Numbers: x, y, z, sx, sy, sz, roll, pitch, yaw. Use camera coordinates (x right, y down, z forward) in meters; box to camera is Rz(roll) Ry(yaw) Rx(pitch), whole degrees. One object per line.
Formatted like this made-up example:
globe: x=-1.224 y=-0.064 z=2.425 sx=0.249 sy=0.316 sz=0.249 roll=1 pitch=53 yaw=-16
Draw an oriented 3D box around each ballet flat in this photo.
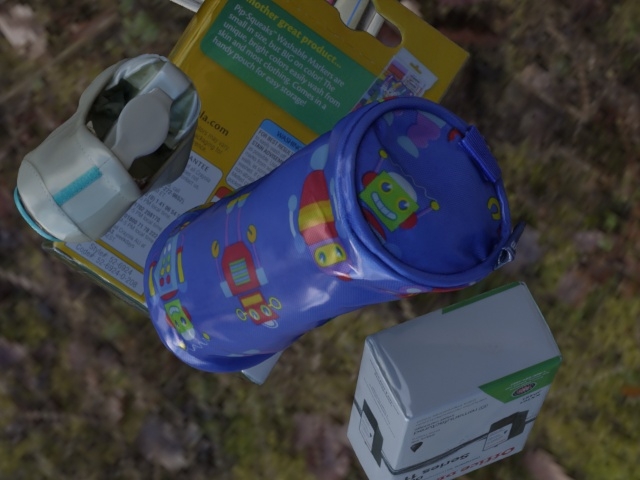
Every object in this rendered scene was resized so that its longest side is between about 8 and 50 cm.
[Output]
ballet flat: x=-0.114 y=-0.071 z=1.126 sx=0.086 sy=0.248 sz=0.086 roll=4 pitch=114 yaw=8

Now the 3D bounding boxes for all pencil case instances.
pencil case: x=0.000 y=0.000 z=1.133 sx=0.306 sy=0.133 sz=0.119 roll=-25 pitch=93 yaw=58

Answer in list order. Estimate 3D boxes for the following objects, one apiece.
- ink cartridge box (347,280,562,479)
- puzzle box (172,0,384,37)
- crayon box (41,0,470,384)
ink cartridge box: x=0.114 y=0.138 z=1.586 sx=0.208 sy=0.153 sz=0.087 roll=97 pitch=150 yaw=-62
puzzle box: x=-0.100 y=-0.323 z=1.513 sx=0.409 sy=0.052 sz=0.272 roll=25 pitch=132 yaw=-4
crayon box: x=-0.051 y=-0.073 z=1.462 sx=0.203 sy=0.323 sz=0.083 roll=35 pitch=171 yaw=-13
